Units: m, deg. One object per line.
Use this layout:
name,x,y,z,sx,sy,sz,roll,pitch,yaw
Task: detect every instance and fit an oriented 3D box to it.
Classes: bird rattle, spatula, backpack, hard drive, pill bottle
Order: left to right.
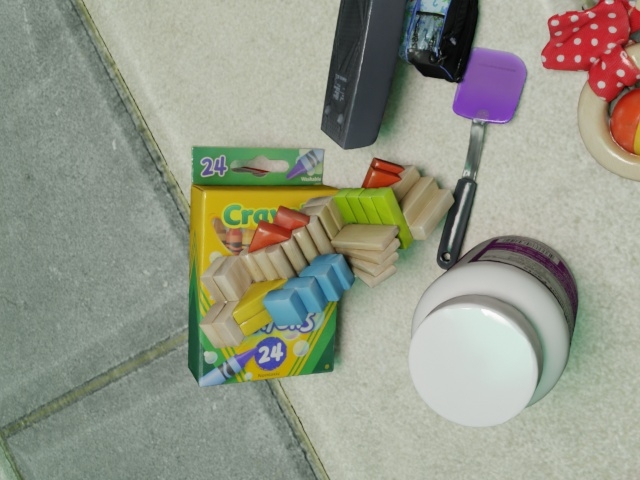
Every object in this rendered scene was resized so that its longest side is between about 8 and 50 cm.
hard drive,0.054,-0.252,0.857,0.054,0.172,0.255,6,107,-13
backpack,0.145,-0.269,0.839,0.084,0.105,0.114,19,96,27
spatula,0.200,-0.102,0.885,0.084,0.030,0.296,16,106,22
pill bottle,0.202,0.097,0.770,0.169,0.301,0.169,5,101,24
bird rattle,0.368,-0.163,0.751,0.253,0.143,0.207,16,122,24

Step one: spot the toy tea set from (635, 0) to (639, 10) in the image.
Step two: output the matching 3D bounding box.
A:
toy tea set,0.354,-0.357,0.704,0.336,0.124,0.200,50,120,28

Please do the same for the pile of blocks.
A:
pile of blocks,0.000,0.000,0.834,0.362,0.149,0.113,-35,119,-12

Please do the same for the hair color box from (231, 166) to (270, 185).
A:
hair color box,-0.128,-0.024,1.013,0.053,0.093,0.167,13,104,23

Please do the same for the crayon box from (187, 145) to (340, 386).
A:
crayon box,-0.079,0.033,0.942,0.083,0.203,0.323,-154,64,-64
